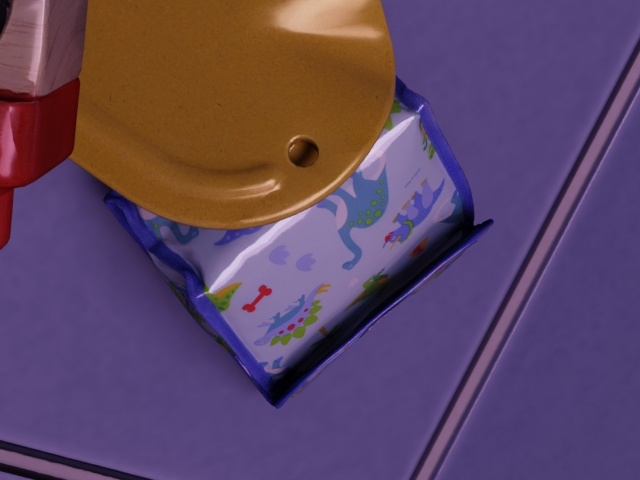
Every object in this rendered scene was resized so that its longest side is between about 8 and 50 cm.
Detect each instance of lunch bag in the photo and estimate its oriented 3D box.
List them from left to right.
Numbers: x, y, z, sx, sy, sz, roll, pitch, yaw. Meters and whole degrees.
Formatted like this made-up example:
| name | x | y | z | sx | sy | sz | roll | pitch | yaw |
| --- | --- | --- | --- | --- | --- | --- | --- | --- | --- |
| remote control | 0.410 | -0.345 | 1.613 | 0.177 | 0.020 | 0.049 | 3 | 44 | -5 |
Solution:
| name | x | y | z | sx | sy | sz | roll | pitch | yaw |
| --- | --- | --- | --- | --- | --- | --- | --- | --- | --- |
| lunch bag | 0.000 | 0.000 | 0.802 | 0.129 | 0.096 | 0.151 | -40 | 146 | -5 |

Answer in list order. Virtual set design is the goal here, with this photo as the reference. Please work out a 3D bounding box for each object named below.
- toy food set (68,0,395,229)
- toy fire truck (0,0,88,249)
| name | x | y | z | sx | sy | sz | roll | pitch | yaw |
| --- | --- | --- | --- | --- | --- | --- | --- | --- | --- |
| toy food set | -0.072 | -0.087 | 0.714 | 0.218 | 0.071 | 0.128 | 36 | 81 | 6 |
| toy fire truck | -0.195 | -0.005 | 0.635 | 0.217 | 0.158 | 0.246 | 7 | 102 | 4 |
